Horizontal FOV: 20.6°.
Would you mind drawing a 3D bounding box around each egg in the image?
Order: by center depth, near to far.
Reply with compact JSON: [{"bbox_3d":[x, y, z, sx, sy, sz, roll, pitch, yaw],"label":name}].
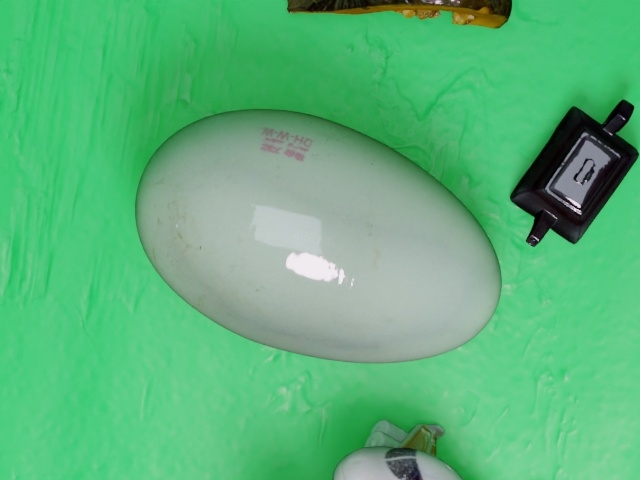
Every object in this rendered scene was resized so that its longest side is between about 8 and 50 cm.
[{"bbox_3d":[0.000,0.000,1.725,0.371,0.230,0.230,18,91,-5],"label":"egg"}]

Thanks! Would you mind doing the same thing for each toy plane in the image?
[{"bbox_3d":[0.118,0.270,1.734,0.245,0.244,0.117,47,115,1],"label":"toy plane"}]

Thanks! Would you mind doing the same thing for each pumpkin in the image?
[{"bbox_3d":[0.074,-0.288,1.770,0.248,0.126,0.131,2,89,3],"label":"pumpkin"}]

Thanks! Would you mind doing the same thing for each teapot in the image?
[{"bbox_3d":[0.261,-0.068,1.780,0.087,0.096,0.177,35,91,2],"label":"teapot"}]
